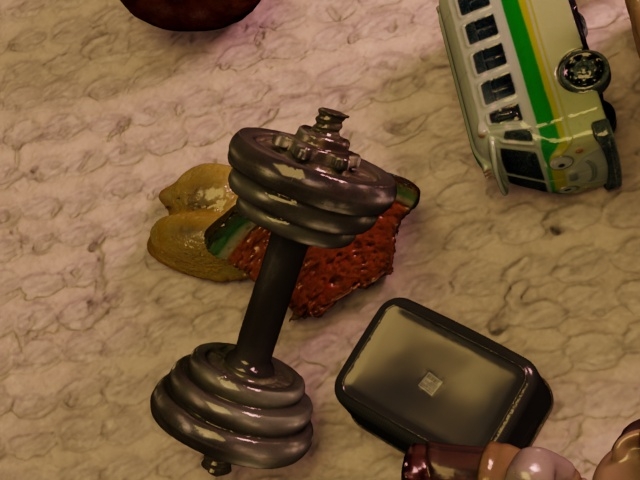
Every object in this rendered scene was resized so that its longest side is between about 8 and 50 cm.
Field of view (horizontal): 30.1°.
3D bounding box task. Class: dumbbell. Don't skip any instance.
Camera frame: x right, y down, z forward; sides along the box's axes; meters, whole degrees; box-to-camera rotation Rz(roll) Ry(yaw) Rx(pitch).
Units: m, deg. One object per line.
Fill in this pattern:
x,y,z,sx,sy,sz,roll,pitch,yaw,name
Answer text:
-0.050,0.058,1.222,0.179,0.179,0.406,26,105,27,dumbbell

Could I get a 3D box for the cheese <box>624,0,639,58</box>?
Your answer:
0.386,-0.186,1.208,0.104,0.384,0.383,-16,63,20,cheese

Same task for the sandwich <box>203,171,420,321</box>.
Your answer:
0.002,-0.011,1.340,0.235,0.079,0.159,-30,105,3,sandwich

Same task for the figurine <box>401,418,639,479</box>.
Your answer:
0.256,0.246,1.051,0.365,0.206,0.218,-4,98,4,figurine

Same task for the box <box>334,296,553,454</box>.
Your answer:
0.125,0.157,1.236,0.201,0.090,0.144,28,78,27,box

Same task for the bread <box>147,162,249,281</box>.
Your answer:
-0.121,-0.030,1.419,0.188,0.065,0.149,13,67,25,bread

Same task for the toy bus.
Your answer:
0.232,-0.182,1.323,0.165,0.133,0.276,-15,62,12,toy bus

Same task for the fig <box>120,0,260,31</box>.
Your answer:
-0.153,-0.418,1.548,0.217,0.217,0.320,-4,44,17,fig
